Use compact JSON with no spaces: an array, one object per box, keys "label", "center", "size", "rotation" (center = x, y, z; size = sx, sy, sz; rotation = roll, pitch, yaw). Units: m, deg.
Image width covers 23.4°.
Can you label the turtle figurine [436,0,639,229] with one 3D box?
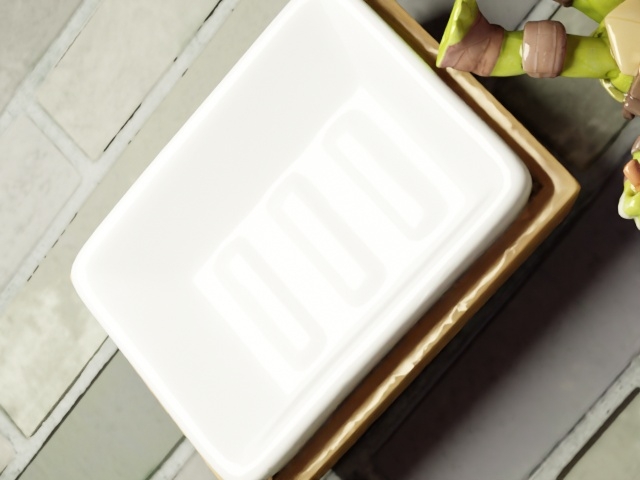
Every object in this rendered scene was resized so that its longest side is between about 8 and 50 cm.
[{"label":"turtle figurine","center":[0.190,-0.128,0.900],"size":[0.217,0.087,0.269],"rotation":[20,80,4]}]

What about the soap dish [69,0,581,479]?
[{"label":"soap dish","center":[0.000,0.000,0.982],"size":[0.291,0.118,0.229],"rotation":[-49,64,15]}]
